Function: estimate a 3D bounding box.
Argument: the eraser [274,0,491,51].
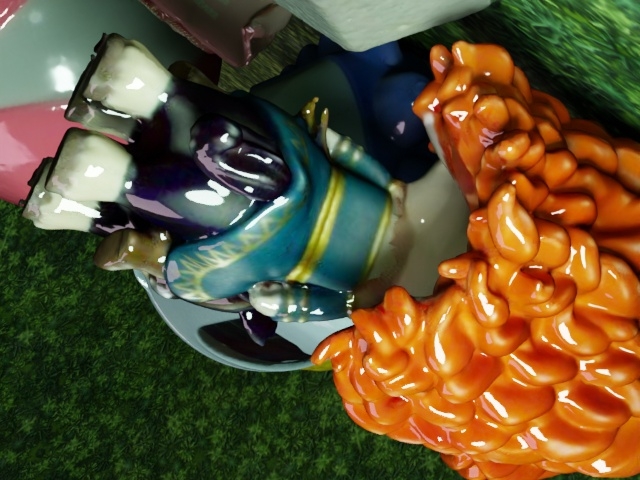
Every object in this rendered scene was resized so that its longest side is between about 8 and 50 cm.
[{"bbox_3d":[-0.066,-0.217,0.991,0.352,0.077,0.111,36,180,16],"label":"eraser"}]

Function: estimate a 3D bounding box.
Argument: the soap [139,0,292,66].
[{"bbox_3d":[-0.151,-0.247,1.302,0.273,0.098,0.218,39,177,-31],"label":"soap"}]

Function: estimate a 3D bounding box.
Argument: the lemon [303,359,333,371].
[{"bbox_3d":[0.000,0.000,1.841,0.268,0.268,0.322,34,171,46],"label":"lemon"}]

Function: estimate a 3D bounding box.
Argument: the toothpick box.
[{"bbox_3d":[0.010,-0.031,1.332,0.263,0.263,0.355,38,163,-15],"label":"toothpick box"}]

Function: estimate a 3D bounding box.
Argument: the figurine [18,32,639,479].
[{"bbox_3d":[0.023,0.003,1.038,0.412,0.241,0.306,12,150,13],"label":"figurine"}]

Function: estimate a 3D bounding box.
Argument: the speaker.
[{"bbox_3d":[-0.222,-0.165,1.517,0.294,0.294,0.294,37,177,2],"label":"speaker"}]
